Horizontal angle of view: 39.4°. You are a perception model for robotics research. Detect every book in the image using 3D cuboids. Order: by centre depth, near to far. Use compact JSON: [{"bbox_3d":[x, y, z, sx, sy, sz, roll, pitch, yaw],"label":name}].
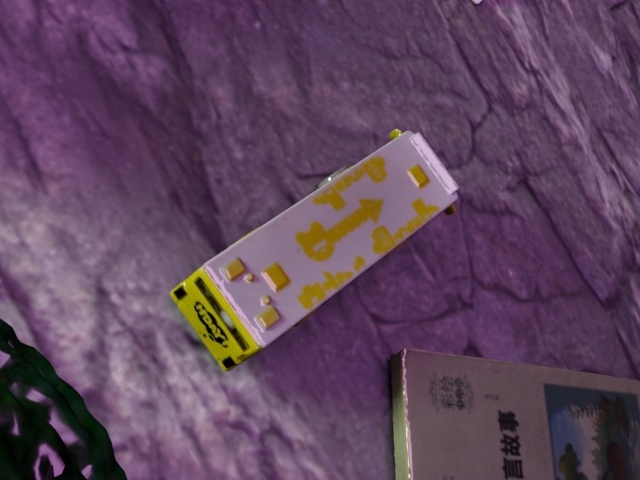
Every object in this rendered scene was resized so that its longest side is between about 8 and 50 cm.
[{"bbox_3d":[0.181,0.201,0.695,0.282,0.025,0.215,9,66,-28],"label":"book"}]

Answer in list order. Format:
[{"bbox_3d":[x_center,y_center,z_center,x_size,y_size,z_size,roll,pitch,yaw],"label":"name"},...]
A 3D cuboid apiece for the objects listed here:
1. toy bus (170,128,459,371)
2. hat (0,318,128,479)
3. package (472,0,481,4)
[{"bbox_3d":[0.000,0.000,0.650,0.226,0.074,0.081,-33,87,-34],"label":"toy bus"},{"bbox_3d":[-0.274,0.095,0.374,0.332,0.242,0.274,40,42,7],"label":"hat"},{"bbox_3d":[0.163,-0.384,0.916,0.204,0.062,0.251,44,59,-4],"label":"package"}]
